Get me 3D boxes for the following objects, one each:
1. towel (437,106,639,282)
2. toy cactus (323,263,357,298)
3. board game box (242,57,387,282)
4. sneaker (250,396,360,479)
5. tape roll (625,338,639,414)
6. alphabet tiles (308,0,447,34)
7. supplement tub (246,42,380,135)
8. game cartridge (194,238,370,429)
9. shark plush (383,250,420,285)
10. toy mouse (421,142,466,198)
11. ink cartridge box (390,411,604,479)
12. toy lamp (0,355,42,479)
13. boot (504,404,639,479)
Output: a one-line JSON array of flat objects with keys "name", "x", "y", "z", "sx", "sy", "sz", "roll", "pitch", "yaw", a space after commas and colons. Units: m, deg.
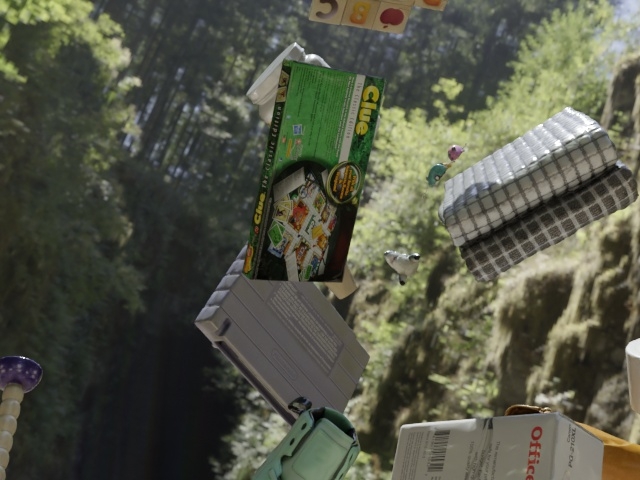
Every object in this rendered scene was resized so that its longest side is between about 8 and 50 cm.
[{"name": "towel", "x": 0.280, "y": -0.060, "z": 1.182, "sx": 0.121, "sy": 0.235, "sz": 0.284, "roll": 57, "pitch": 12, "yaw": -7}, {"name": "toy cactus", "x": 0.000, "y": 0.000, "z": 1.324, "sx": 0.180, "sy": 0.112, "sz": 0.219, "roll": 56, "pitch": 5, "yaw": -6}, {"name": "board game box", "x": -0.007, "y": -0.077, "z": 1.053, "sx": 0.136, "sy": 0.260, "sz": 0.030, "roll": 5, "pitch": 14, "yaw": -31}, {"name": "sneaker", "x": -0.039, "y": 0.237, "z": 0.800, "sx": 0.094, "sy": 0.151, "sz": 0.256, "roll": 32, "pitch": 19, "yaw": 4}, {"name": "tape roll", "x": 0.636, "y": 0.212, "z": 1.395, "sx": 0.286, "sy": 0.100, "sz": 0.286, "roll": -5, "pitch": 3, "yaw": 0}, {"name": "alphabet tiles", "x": 0.102, "y": -0.484, "z": 1.401, "sx": 0.285, "sy": 0.011, "sz": 0.342, "roll": 5, "pitch": -44, "yaw": -15}, {"name": "supplement tub", "x": -0.012, "y": -0.223, "z": 1.497, "sx": 0.199, "sy": 0.144, "sz": 0.144, "roll": 42, "pitch": -23, "yaw": -14}, {"name": "game cartridge", "x": -0.057, "y": 0.180, "z": 1.596, "sx": 0.068, "sy": 0.230, "sz": 0.355, "roll": -14, "pitch": -55, "yaw": 39}, {"name": "shark plush", "x": 0.181, "y": 0.040, "z": 1.891, "sx": 0.067, "sy": 0.073, "sz": 0.161, "roll": 30, "pitch": 18, "yaw": 13}, {"name": "toy mouse", "x": 0.281, "y": -0.173, "z": 1.995, "sx": 0.031, "sy": 0.161, "sz": 0.143, "roll": 42, "pitch": -4, "yaw": 3}, {"name": "ink cartridge box", "x": 0.193, "y": 0.300, "z": 1.010, "sx": 0.100, "sy": 0.172, "sz": 0.237, "roll": 32, "pitch": -32, "yaw": -31}, {"name": "toy lamp", "x": -0.421, "y": 0.281, "z": 1.155, "sx": 0.080, "sy": 0.275, "sz": 0.080, "roll": -3, "pitch": -42, "yaw": -2}, {"name": "boot", "x": 0.444, "y": 0.353, "z": 1.391, "sx": 0.211, "sy": 0.104, "sz": 0.295, "roll": 28, "pitch": -6, "yaw": -37}]
